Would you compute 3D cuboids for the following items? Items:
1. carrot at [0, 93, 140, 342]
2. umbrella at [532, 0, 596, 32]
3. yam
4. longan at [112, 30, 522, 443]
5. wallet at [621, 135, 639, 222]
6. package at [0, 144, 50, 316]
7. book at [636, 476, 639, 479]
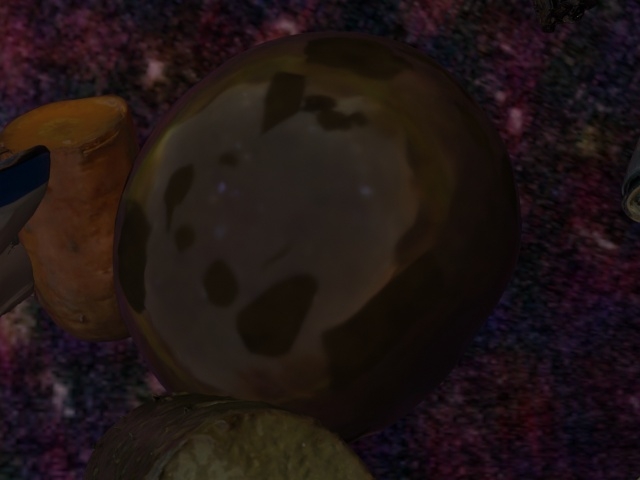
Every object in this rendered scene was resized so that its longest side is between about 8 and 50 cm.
[{"bbox_3d":[-0.323,-0.027,1.901,0.224,0.224,0.340,17,132,39],"label":"carrot"},{"bbox_3d":[0.217,-0.335,1.430,0.066,0.059,0.235,-23,74,4],"label":"umbrella"},{"bbox_3d":[-0.058,0.168,0.768,0.268,0.161,0.161,162,113,-73],"label":"yam"},{"bbox_3d":[0.000,0.000,1.155,0.361,0.361,0.361,-8,77,37],"label":"longan"},{"bbox_3d":[0.403,-0.113,1.376,0.176,0.250,0.075,-23,106,28],"label":"wallet"},{"bbox_3d":[-0.155,0.032,0.373,0.027,0.171,0.173,64,161,10],"label":"package"},{"bbox_3d":[0.198,0.228,0.920,0.322,0.228,0.018,-38,57,-17],"label":"book"}]
